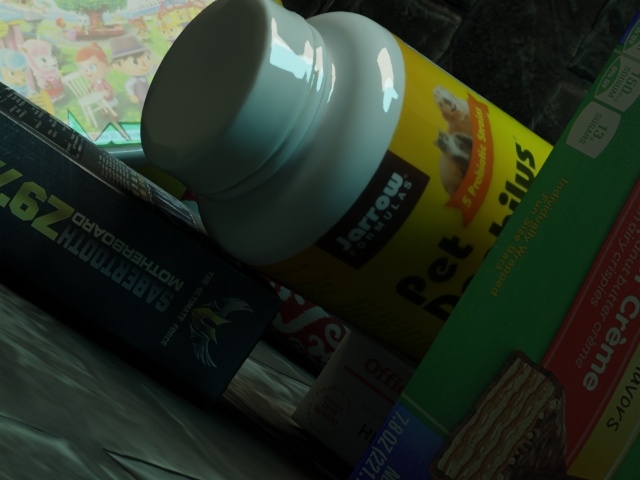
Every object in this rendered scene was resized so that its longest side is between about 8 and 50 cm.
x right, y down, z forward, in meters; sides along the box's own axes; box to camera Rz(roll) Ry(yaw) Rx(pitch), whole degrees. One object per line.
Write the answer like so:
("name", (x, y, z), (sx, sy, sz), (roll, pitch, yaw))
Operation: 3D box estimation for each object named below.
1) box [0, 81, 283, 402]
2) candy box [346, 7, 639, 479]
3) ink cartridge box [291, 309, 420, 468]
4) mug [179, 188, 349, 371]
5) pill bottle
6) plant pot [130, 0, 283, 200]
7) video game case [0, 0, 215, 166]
("box", (-0.115, -0.013, 0.884), (0.183, 0.059, 0.233), (33, 2, -9))
("candy box", (0.187, 0.074, 0.664), (0.122, 0.268, 0.317), (27, 6, -39))
("ink cartridge box", (0.059, 0.099, 0.926), (0.104, 0.061, 0.181), (35, 2, 30))
("mug", (0.002, 0.002, 1.198), (0.169, 0.150, 0.113), (30, 6, 15))
("pill bottle", (0.029, -0.021, 0.821), (0.215, 0.117, 0.117), (30, 4, -33))
("plant pot", (-0.122, -0.136, 1.351), (0.239, 0.254, 0.254), (50, -8, -35))
("video game case", (-0.127, -0.134, 1.123), (0.212, 0.023, 0.193), (-7, 70, -33))
